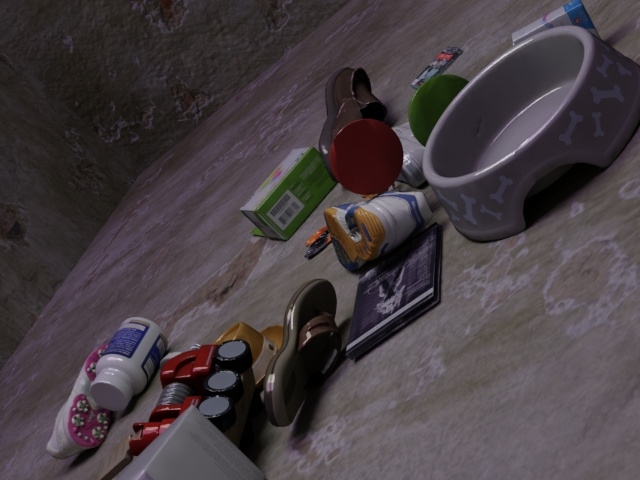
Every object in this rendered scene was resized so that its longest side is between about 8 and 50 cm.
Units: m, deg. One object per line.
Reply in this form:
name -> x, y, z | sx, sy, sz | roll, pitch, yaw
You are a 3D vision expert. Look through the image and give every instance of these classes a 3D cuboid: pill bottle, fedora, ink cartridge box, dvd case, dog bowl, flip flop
pill bottle -> -0.401, 0.258, 2.257 | 0.112, 0.112, 0.186 | -33, 20, 37
fedora -> -0.140, 0.197, 1.834 | 0.194, 0.079, 0.194 | -41, 18, 16
ink cartridge box -> -0.087, -0.102, 2.378 | 0.189, 0.097, 0.255 | -49, 18, -12
dvd case -> 0.113, 0.072, 1.627 | 0.164, 0.018, 0.221 | -37, 18, 24
dog bowl -> 0.292, -0.165, 1.564 | 0.349, 0.102, 0.349 | -39, 24, 21
ink cartridge box -> 0.379, -0.317, 1.740 | 0.122, 0.088, 0.052 | -27, 21, 18
dvd case -> 0.249, -0.371, 2.345 | 0.119, 0.013, 0.087 | -45, 17, -1
flip flop -> -0.013, 0.162, 1.596 | 0.080, 0.112, 0.277 | -8, 30, 22

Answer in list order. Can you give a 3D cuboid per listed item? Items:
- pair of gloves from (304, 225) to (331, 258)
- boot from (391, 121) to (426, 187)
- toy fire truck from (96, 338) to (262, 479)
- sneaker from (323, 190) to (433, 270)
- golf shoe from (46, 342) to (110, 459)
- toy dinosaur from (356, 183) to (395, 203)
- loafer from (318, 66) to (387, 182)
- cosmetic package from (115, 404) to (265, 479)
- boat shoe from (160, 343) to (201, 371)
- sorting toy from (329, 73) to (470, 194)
pair of gloves -> 0.000, 0.000, 2.079 | 0.074, 0.010, 0.083 | -38, 21, 20
boot -> 0.167, -0.176, 1.982 | 0.123, 0.095, 0.258 | -41, 25, -4
toy fire truck -> -0.224, 0.273, 1.644 | 0.246, 0.158, 0.217 | -4, 29, 10
sneaker -> 0.095, -0.023, 1.792 | 0.131, 0.112, 0.296 | -23, 7, -14
golf shoe -> -0.493, 0.337, 2.302 | 0.140, 0.115, 0.306 | -40, 16, 30
toy dinosaur -> 0.101, -0.093, 1.937 | 0.112, 0.064, 0.211 | -72, 2, -64
loafer -> 0.087, -0.252, 2.310 | 0.130, 0.134, 0.366 | -14, 38, 17
cosmetic package -> -0.197, 0.349, 1.333 | 0.197, 0.155, 0.365 | -45, 2, 5
boat shoe -> -0.231, 0.220, 1.921 | 0.081, 0.079, 0.227 | -52, -3, -22
sorting toy -> 0.168, -0.197, 1.790 | 0.365, 0.127, 0.126 | -29, 13, -8
